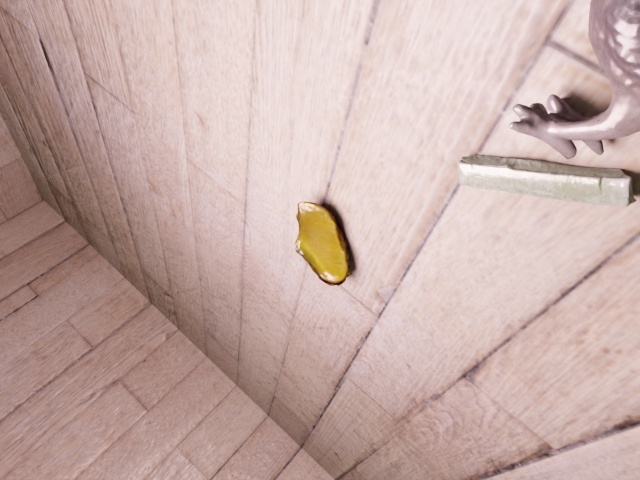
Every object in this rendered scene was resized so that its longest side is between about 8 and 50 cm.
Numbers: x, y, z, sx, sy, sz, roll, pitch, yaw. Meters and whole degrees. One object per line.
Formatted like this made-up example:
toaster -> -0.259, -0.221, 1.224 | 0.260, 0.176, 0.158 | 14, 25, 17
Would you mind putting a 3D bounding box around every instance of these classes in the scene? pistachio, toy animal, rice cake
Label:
pistachio -> 0.000, 0.000, 0.782 | 0.089, 0.049, 0.173 | -4, 124, 22
toy animal -> 0.247, -0.110, 0.332 | 0.367, 0.081, 0.205 | 52, 150, -14
rice cake -> 0.217, -0.062, 0.470 | 0.170, 0.029, 0.033 | 17, 134, 41
